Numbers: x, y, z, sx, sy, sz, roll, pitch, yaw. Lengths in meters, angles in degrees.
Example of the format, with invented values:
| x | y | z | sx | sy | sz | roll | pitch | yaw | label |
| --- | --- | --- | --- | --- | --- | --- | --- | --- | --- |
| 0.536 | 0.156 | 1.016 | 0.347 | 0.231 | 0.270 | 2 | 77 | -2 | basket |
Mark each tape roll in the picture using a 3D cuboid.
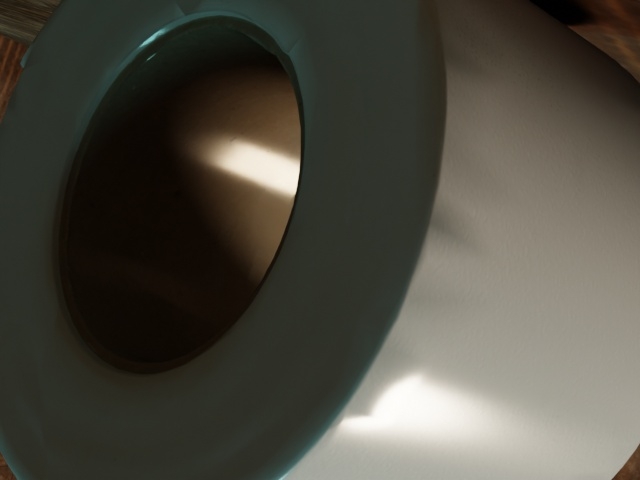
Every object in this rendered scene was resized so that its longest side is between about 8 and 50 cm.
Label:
| x | y | z | sx | sy | sz | roll | pitch | yaw | label |
| --- | --- | --- | --- | --- | --- | --- | --- | --- | --- |
| 0.000 | 0.000 | 0.464 | 0.169 | 0.246 | 0.246 | 19 | -179 | -44 | tape roll |
